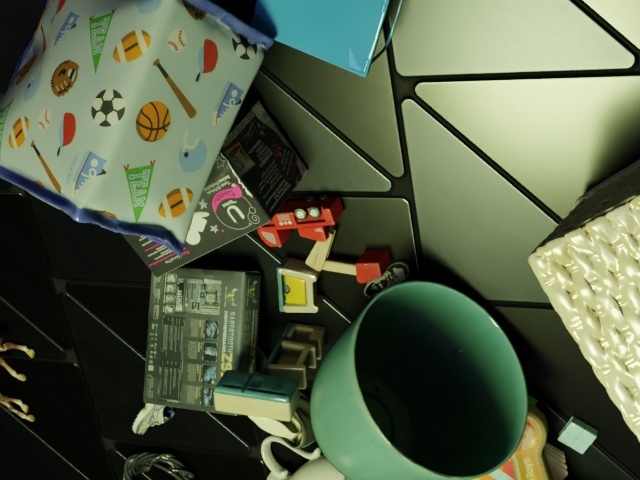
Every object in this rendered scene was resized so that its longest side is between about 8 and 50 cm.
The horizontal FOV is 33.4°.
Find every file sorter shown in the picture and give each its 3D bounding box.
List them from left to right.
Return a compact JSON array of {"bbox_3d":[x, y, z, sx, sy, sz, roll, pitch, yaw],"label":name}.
[{"bbox_3d":[0.015,-0.315,1.410,0.170,0.104,0.118,24,125,10],"label":"file sorter"}]

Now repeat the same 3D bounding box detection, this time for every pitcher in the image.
[{"bbox_3d":[-0.012,0.411,1.840,0.207,0.125,0.178,-20,93,44],"label":"pitcher"}]

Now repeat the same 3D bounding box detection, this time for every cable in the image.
[{"bbox_3d":[-0.312,0.467,2.054,0.150,0.047,0.185,24,128,17],"label":"cable"}]

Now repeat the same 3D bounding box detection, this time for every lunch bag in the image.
[{"bbox_3d":[-0.295,-0.196,1.460,0.385,0.239,0.328,21,87,41],"label":"lunch bag"}]

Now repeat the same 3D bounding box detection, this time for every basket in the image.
[{"bbox_3d":[0.480,0.040,1.266,0.328,0.266,0.331,-32,88,35],"label":"basket"}]

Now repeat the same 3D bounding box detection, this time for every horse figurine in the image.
[{"bbox_3d":[-0.643,0.263,2.074,0.174,0.066,0.263,16,126,9],"label":"horse figurine"}]

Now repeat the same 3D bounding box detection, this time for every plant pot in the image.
[{"bbox_3d":[0.119,0.239,1.581,0.293,0.293,0.235,43,141,-3],"label":"plant pot"}]

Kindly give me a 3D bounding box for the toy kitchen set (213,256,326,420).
[{"bbox_3d":[-0.078,0.145,1.646,0.122,0.207,0.166,5,119,15],"label":"toy kitchen set"}]

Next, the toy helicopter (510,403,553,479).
[{"bbox_3d":[0.325,0.420,1.647,0.234,0.140,0.355,-13,101,19],"label":"toy helicopter"}]

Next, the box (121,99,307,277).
[{"bbox_3d":[-0.169,-0.075,1.597,0.247,0.163,0.142,-24,109,34],"label":"box"}]

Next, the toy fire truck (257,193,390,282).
[{"bbox_3d":[0.000,0.000,1.633,0.192,0.047,0.135,-5,116,28],"label":"toy fire truck"}]

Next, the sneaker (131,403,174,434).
[{"bbox_3d":[-0.301,0.319,1.955,0.058,0.052,0.135,32,127,0],"label":"sneaker"}]

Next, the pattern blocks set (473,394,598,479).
[{"bbox_3d":[0.295,0.374,1.723,0.285,0.026,0.325,22,124,12],"label":"pattern blocks set"}]

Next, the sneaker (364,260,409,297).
[{"bbox_3d":[0.101,0.063,1.628,0.083,0.037,0.032,-37,96,34],"label":"sneaker"}]

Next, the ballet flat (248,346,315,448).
[{"bbox_3d":[-0.110,0.244,1.793,0.280,0.096,0.095,40,129,0],"label":"ballet flat"}]

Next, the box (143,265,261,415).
[{"bbox_3d":[-0.193,0.160,1.741,0.183,0.059,0.233,2,89,28],"label":"box"}]
